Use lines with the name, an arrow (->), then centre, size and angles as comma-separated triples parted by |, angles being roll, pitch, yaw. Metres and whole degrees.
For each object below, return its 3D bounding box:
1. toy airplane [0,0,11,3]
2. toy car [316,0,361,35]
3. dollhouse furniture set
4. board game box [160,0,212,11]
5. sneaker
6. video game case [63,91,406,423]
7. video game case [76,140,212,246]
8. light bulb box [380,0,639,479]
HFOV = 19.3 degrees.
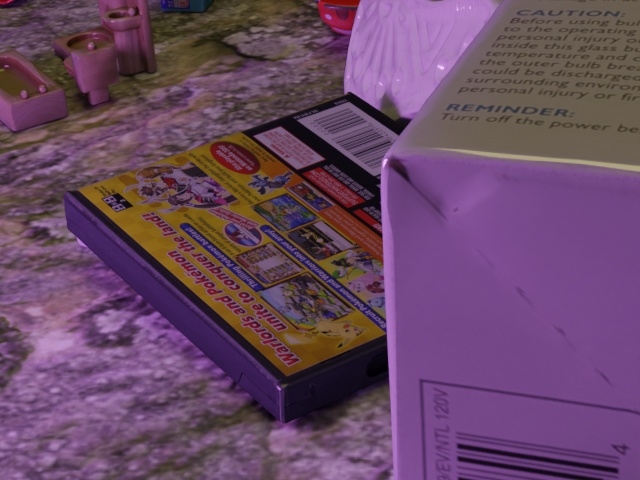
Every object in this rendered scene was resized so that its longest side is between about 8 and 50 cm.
toy airplane -> -0.262, -0.269, 1.849 | 0.151, 0.028, 0.151 | -4, 27, 2
toy car -> 0.078, -0.250, 1.727 | 0.225, 0.053, 0.239 | -12, 30, -13
dollhouse furniture set -> -0.227, -0.192, 1.599 | 0.151, 0.123, 0.144 | -19, 31, -24
board game box -> -0.116, -0.341, 1.766 | 0.047, 0.210, 0.160 | 3, 30, 14
sneaker -> 0.172, -0.122, 1.441 | 0.236, 0.130, 0.323 | 10, 3, -20
video game case -> 0.000, 0.000, 1.273 | 0.248, 0.035, 0.275 | -21, 39, -28
video game case -> -0.075, -0.024, 1.374 | 0.143, 0.019, 0.157 | 13, 34, 31
light bulb box -> 0.194, 0.048, 0.839 | 0.225, 0.358, 0.361 | 8, 30, 20
